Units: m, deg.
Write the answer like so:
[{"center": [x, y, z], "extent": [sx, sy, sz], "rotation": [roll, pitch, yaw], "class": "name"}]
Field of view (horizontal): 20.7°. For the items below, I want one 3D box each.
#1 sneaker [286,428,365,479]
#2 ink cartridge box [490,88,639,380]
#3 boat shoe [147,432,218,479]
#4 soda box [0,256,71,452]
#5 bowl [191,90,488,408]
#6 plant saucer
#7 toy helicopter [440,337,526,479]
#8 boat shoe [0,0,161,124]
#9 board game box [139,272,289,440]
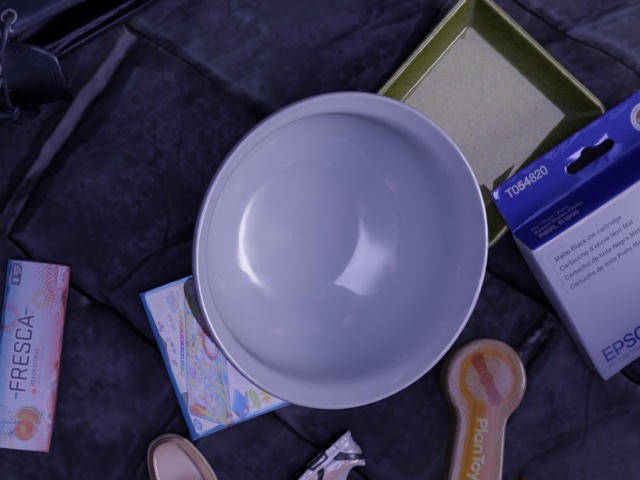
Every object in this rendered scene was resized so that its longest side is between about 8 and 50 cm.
[{"center": [-0.001, 0.237, 1.735], "extent": [0.109, 0.040, 0.044], "rotation": [-41, 97, -4], "class": "sneaker"}, {"center": [0.312, -0.013, 1.739], "extent": [0.223, 0.045, 0.224], "rotation": [-35, 107, -7], "class": "ink cartridge box"}, {"center": [-0.118, 0.268, 1.712], "extent": [0.063, 0.059, 0.170], "rotation": [-26, 94, -6], "class": "boat shoe"}, {"center": [-0.280, 0.109, 1.690], "extent": [0.063, 0.058, 0.183], "rotation": [7, 90, -7], "class": "soda box"}, {"center": [0.000, 0.000, 1.665], "extent": [0.298, 0.134, 0.298], "rotation": [-5, 102, -21], "class": "bowl"}, {"center": [0.155, -0.121, 1.744], "extent": [0.188, 0.045, 0.188], "rotation": [42, 86, -6], "class": "plant saucer"}, {"center": [0.160, 0.274, 1.710], "extent": [0.235, 0.140, 0.355], "rotation": [7, 88, -9], "class": "toy helicopter"}, {"center": [-0.303, -0.177, 1.622], "extent": [0.500, 0.187, 0.156], "rotation": [-40, 89, -10], "class": "boat shoe"}, {"center": [-0.104, 0.106, 1.726], "extent": [0.103, 0.026, 0.154], "rotation": [-20, 93, -6], "class": "board game box"}]
